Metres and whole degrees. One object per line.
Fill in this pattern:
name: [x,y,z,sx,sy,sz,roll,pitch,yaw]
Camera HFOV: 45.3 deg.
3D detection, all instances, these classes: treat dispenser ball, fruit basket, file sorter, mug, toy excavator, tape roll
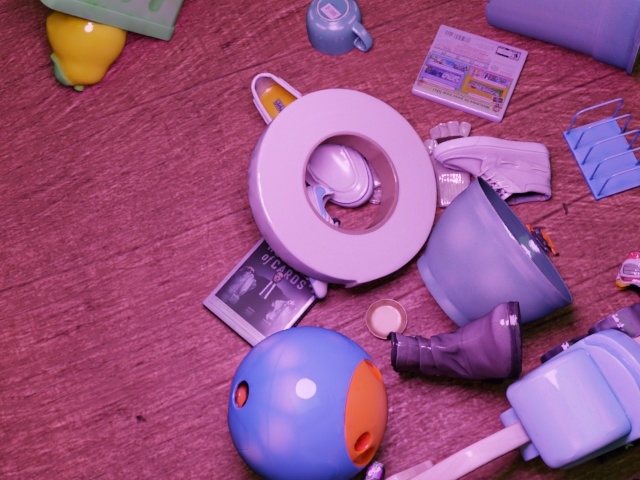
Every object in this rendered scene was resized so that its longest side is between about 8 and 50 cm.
treat dispenser ball: [-0.023,0.296,1.364,0.288,0.288,0.288,-1,69,4]
fruit basket: [-0.518,-0.546,1.744,0.392,0.392,0.283,-27,69,-7]
file sorter: [0.609,-0.194,1.610,0.118,0.104,0.170,-18,69,-2]
mug: [0.044,-0.510,1.776,0.158,0.097,0.129,2,69,5]
toy excavator: [0.367,0.326,1.343,0.445,0.433,0.222,-12,66,-31]
tape roll: [0.048,-0.105,1.518,0.392,0.072,0.391,5,78,-22]

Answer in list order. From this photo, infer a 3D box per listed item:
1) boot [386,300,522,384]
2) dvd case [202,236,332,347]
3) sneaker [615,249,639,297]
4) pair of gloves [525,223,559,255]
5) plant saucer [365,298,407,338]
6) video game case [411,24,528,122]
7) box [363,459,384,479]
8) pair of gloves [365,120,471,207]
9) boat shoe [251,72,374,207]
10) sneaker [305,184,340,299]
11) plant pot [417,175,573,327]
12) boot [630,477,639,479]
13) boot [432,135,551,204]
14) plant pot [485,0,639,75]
boot: [0.229,0.193,1.360,0.223,0.338,0.118,3,65,4]
dvd case: [-0.099,0.098,1.587,0.179,0.029,0.238,37,76,16]
sneaker: [0.683,0.120,1.503,0.225,0.088,0.092,37,86,22]
pair of gloves: [0.454,-0.003,1.565,0.010,0.083,0.074,-42,62,26]
plant saucer: [0.133,0.160,1.553,0.083,0.015,0.083,-1,69,3]
video game case: [0.340,-0.382,1.746,0.212,0.023,0.193,21,72,11]
box: [0.075,0.481,1.379,0.029,0.116,0.162,19,71,13]
pair of gloves: [0.211,-0.169,1.663,0.240,0.042,0.204,2,69,6]
boat shoe: [-0.028,-0.226,1.626,0.136,0.156,0.367,-38,71,6]
sneaker: [0.000,0.000,1.552,0.086,0.085,0.237,-5,75,6]
plant pot: [0.312,0.052,1.464,0.196,0.293,0.293,-39,69,18]
boot: [0.473,0.503,1.331,0.348,0.131,0.260,41,83,6]
boot: [0.364,-0.140,1.595,0.258,0.095,0.123,1,71,-11]
plant pot: [0.554,-0.559,1.657,0.334,0.341,0.341,17,71,20]
